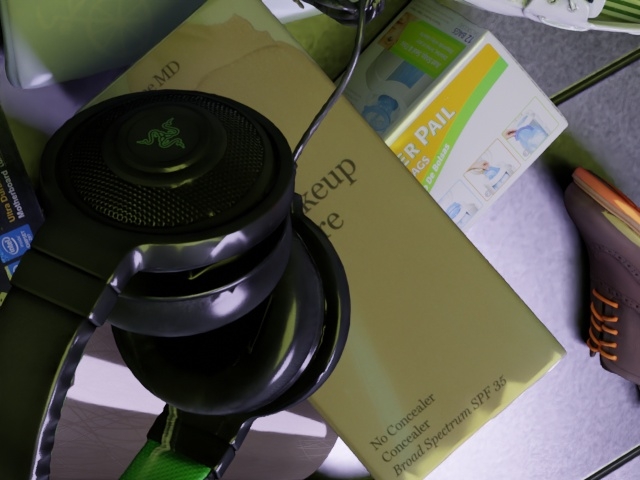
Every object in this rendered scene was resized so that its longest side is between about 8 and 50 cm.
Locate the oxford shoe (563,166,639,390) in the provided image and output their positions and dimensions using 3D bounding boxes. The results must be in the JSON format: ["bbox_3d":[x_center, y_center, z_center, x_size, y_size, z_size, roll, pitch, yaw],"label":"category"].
[{"bbox_3d":[0.250,0.056,1.500,0.098,0.097,0.271,-38,121,-1],"label":"oxford shoe"}]

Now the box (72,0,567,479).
[{"bbox_3d":[0.000,0.000,1.210,0.148,0.121,0.311,-42,85,0],"label":"box"}]

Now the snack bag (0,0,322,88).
[{"bbox_3d":[-0.071,-0.269,1.228,0.342,0.037,0.323,-18,123,-17],"label":"snack bag"}]

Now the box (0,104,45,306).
[{"bbox_3d":[-0.255,-0.131,1.088,0.079,0.257,0.322,-25,119,-15],"label":"box"}]

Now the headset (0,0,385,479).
[{"bbox_3d":[-0.086,-0.002,1.053,0.394,0.185,0.243,-59,156,-17],"label":"headset"}]

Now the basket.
[{"bbox_3d":[-0.106,0.090,1.313,0.227,0.154,0.204,15,115,-33],"label":"basket"}]

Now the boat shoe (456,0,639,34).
[{"bbox_3d":[0.174,-0.185,1.294,0.226,0.076,0.083,3,109,-25],"label":"boat shoe"}]

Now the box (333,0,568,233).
[{"bbox_3d":[0.053,-0.057,1.347,0.203,0.114,0.103,-46,122,-1],"label":"box"}]
